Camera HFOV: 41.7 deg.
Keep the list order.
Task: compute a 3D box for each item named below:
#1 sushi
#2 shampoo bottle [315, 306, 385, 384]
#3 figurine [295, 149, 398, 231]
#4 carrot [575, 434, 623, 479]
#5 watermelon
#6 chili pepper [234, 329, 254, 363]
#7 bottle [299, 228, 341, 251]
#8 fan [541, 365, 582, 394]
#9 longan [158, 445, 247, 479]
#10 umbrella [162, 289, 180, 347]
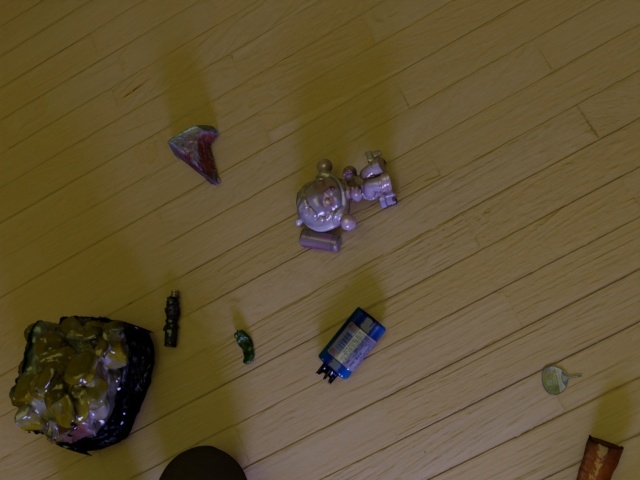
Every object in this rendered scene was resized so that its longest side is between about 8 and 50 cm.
[{"bbox_3d":[-0.590,0.319,1.976,0.329,0.285,0.327,17,81,22],"label":"sushi"},{"bbox_3d":[0.062,0.246,1.914,0.087,0.050,0.183,39,89,20],"label":"shampoo bottle"},{"bbox_3d":[0.045,-0.112,1.982,0.257,0.144,0.181,-20,90,9],"label":"figurine"},{"bbox_3d":[0.542,0.498,1.684,0.072,0.072,0.205,18,83,21],"label":"carrot"},{"bbox_3d":[-0.329,-0.215,2.146,0.121,0.098,0.158,-9,76,16],"label":"watermelon"},{"bbox_3d":[-0.180,0.252,2.005,0.030,0.034,0.091,-40,64,40],"label":"chili pepper"},{"bbox_3d":[0.000,0.000,2.005,0.096,0.045,0.045,10,79,19],"label":"bottle"},{"bbox_3d":[0.507,0.301,1.782,0.080,0.003,0.060,16,81,21],"label":"fan"},{"bbox_3d":[-0.262,0.578,1.843,0.248,0.248,0.248,-5,74,16],"label":"longan"},{"bbox_3d":[-0.367,0.192,2.072,0.037,0.040,0.143,-7,72,28],"label":"umbrella"}]
